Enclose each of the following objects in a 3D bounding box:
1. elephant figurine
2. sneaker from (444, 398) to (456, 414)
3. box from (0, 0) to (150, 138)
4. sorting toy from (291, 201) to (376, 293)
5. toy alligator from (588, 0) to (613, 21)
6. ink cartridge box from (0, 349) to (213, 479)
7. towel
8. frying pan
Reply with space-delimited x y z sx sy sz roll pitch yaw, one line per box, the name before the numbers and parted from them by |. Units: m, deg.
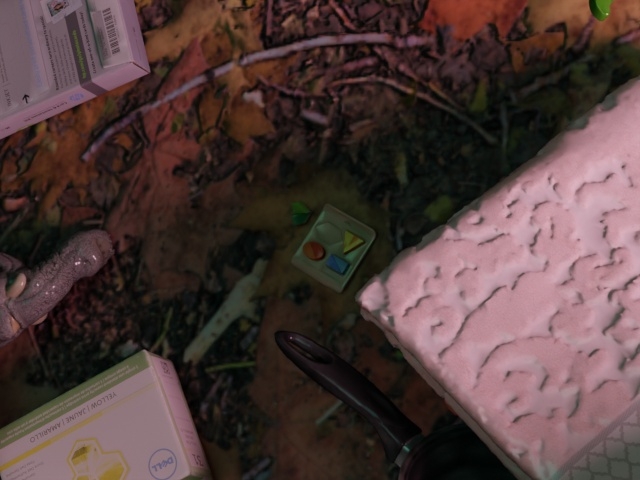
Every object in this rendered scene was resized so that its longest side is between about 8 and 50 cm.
elephant figurine | -0.325 0.074 1.678 0.169 0.186 0.239 -38 25 56
sneaker | 0.158 0.069 1.494 0.175 0.067 0.064 -46 65 9
box | -0.258 -0.187 1.768 0.186 0.038 0.145 -22 68 17
sorting toy | 0.000 0.000 1.614 0.083 0.012 0.062 31 91 28
toy alligator | 0.234 -0.267 1.559 0.051 0.056 0.189 1 71 -18
ink cartridge box | -0.168 0.235 1.608 0.171 0.056 0.235 -29 65 15
towel | 0.245 0.046 1.406 0.332 0.053 0.317 -36 62 -12
frying pan | 0.089 0.187 1.419 0.326 0.197 0.053 19 123 6
